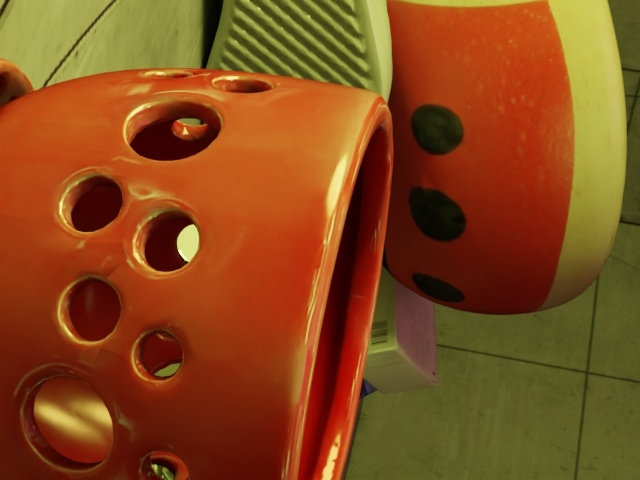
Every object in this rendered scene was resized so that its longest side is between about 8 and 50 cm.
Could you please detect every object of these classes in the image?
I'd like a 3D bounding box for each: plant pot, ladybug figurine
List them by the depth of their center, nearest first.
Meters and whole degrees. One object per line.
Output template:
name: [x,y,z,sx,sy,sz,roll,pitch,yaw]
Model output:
plant pot: [-0.073,0.026,0.577,0.191,0.174,0.191,10,90,-85]
ladybug figurine: [0.102,-0.114,1.253,0.305,0.162,0.449,37,-34,50]

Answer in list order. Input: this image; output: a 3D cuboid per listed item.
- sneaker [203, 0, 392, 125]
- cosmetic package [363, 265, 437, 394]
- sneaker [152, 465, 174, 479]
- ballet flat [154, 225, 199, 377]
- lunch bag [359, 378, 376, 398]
sneaker: [-0.002,-0.187,1.096,0.150,0.135,0.366,-69,169,-46]
cosmetic package: [0.059,0.011,1.441,0.099,0.060,0.239,41,42,-52]
sneaker: [-0.084,0.095,1.084,0.122,0.110,0.283,133,-26,-67]
ballet flat: [-0.093,0.082,0.778,0.123,0.123,0.349,90,11,-59]
lunch bag: [0.000,0.000,1.548,0.221,0.138,0.293,5,86,-80]
